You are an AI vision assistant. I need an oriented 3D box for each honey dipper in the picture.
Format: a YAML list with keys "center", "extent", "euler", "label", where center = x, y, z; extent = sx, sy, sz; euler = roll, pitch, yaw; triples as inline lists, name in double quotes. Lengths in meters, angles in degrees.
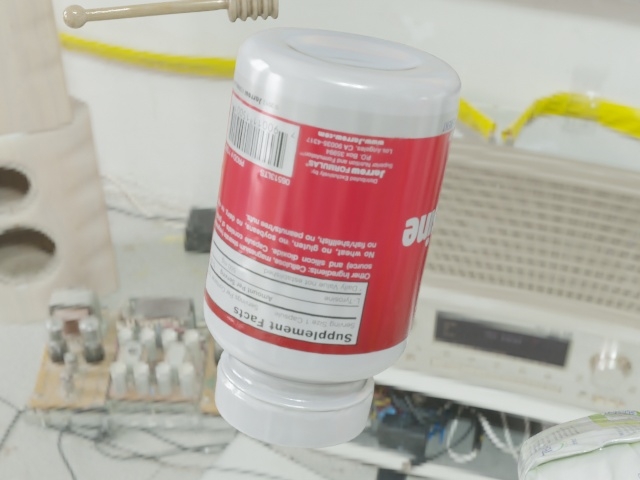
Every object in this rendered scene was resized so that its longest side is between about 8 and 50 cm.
- center: [-0.112, -0.175, 0.863]
  extent: [0.161, 0.030, 0.030]
  euler: [-7, 42, -10]
  label: "honey dipper"

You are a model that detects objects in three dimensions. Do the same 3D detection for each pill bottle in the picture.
- center: [0.000, 0.000, 1.204]
  extent: [0.229, 0.407, 0.229]
  euler: [9, 21, -3]
  label: "pill bottle"

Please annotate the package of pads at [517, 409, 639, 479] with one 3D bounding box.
- center: [0.179, 0.247, 0.626]
  extent: [0.101, 0.229, 0.296]
  euler: [-13, 81, 8]
  label: "package of pads"
